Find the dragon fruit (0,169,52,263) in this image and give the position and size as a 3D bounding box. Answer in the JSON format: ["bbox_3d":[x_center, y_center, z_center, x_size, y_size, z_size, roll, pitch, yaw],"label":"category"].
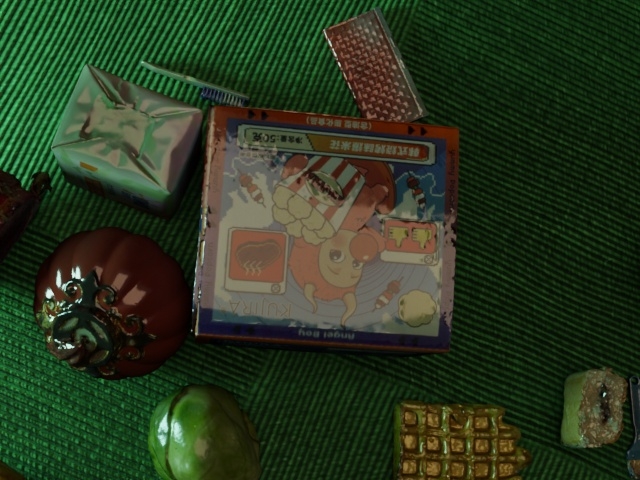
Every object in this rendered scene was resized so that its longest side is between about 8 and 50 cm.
[{"bbox_3d":[-0.507,-0.025,1.348,0.147,0.211,0.282,33,53,-8],"label":"dragon fruit"}]

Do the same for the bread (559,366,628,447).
[{"bbox_3d":[0.415,0.257,1.459,0.082,0.106,0.125,10,77,1],"label":"bread"}]

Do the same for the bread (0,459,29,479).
[{"bbox_3d":[-0.453,0.494,1.301,0.328,0.148,0.337,34,77,-5],"label":"bread"}]

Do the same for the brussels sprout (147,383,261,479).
[{"bbox_3d":[-0.168,0.295,1.369,0.131,0.145,0.183,-25,79,17],"label":"brussels sprout"}]

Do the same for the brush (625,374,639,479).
[{"bbox_3d":[0.501,0.294,1.510,0.051,0.014,0.164,-3,81,-9],"label":"brush"}]

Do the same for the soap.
[{"bbox_3d":[-0.272,-0.134,1.384,0.182,0.199,0.138,20,77,-5],"label":"soap"}]

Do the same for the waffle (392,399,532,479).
[{"bbox_3d":[0.215,0.323,1.448,0.211,0.055,0.160,2,83,-6],"label":"waffle"}]

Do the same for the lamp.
[{"bbox_3d":[-0.292,0.093,1.341,0.227,0.227,0.227,1,82,-7],"label":"lamp"}]

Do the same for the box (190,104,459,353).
[{"bbox_3d":[0.000,0.000,1.369,0.349,0.257,0.318,6,82,-6],"label":"box"}]

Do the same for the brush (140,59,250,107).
[{"bbox_3d":[-0.197,-0.240,1.493,0.178,0.033,0.030,18,94,-4],"label":"brush"}]

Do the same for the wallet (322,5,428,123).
[{"bbox_3d":[0.088,-0.269,1.538,0.103,0.020,0.196,-24,86,-11],"label":"wallet"}]
